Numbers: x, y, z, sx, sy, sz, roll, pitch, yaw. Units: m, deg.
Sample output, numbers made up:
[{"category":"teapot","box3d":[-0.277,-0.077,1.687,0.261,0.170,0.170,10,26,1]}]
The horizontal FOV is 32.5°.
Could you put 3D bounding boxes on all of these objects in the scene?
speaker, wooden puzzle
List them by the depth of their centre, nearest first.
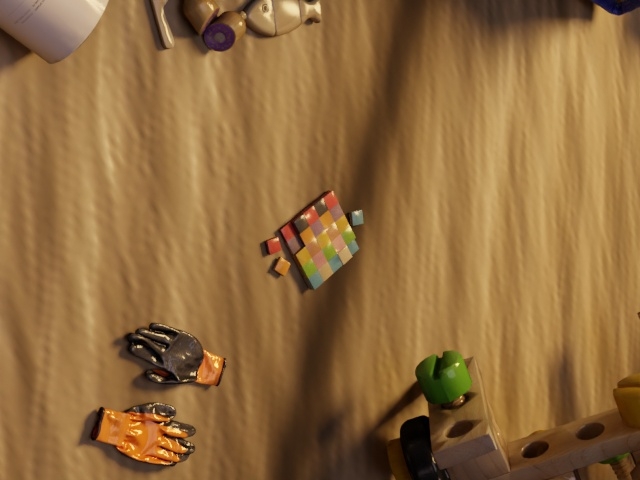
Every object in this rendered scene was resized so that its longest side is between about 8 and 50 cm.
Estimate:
[{"category":"speaker","box3d":[-0.177,-0.151,0.566,0.136,0.055,0.055,36,72,-34]},{"category":"wooden puzzle","box3d":[0.000,0.000,0.744,0.083,0.006,0.049,-40,116,-29]}]

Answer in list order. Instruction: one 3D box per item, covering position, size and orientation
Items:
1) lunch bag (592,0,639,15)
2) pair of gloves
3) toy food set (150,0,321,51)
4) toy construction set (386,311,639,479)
[{"category":"lunch bag","box3d":[0.178,-0.324,0.798,0.293,0.138,0.220,16,85,-26]},{"category":"pair of gloves","box3d":[-0.097,0.095,0.673,0.074,0.010,0.083,27,76,-36]},{"category":"toy food set","box3d":[-0.050,-0.161,0.686,0.122,0.019,0.078,-24,107,-35]},{"category":"toy construction set","box3d":[0.192,0.145,0.794,0.237,0.257,0.309,60,38,-10]}]
